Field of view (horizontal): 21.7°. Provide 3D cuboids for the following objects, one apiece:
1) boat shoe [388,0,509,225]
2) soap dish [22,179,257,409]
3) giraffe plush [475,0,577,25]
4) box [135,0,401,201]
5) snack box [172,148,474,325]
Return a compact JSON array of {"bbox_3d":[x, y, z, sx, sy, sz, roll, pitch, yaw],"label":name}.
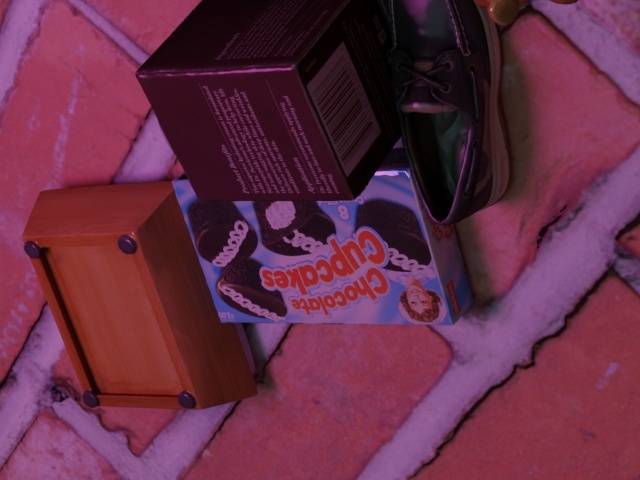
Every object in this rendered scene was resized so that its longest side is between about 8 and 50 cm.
[{"bbox_3d":[0.119,-0.148,1.645,0.103,0.092,0.285,5,120,33],"label":"boat shoe"},{"bbox_3d":[-0.222,0.074,2.006,0.229,0.118,0.290,-2,117,36],"label":"soap dish"},{"bbox_3d":[0.169,-0.274,1.479,0.210,0.170,0.181,-25,101,42],"label":"giraffe plush"},{"bbox_3d":[-0.039,-0.152,1.684,0.203,0.167,0.168,2,131,35],"label":"box"},{"bbox_3d":[0.000,0.000,1.843,0.322,0.060,0.187,-2,116,36],"label":"snack box"}]
